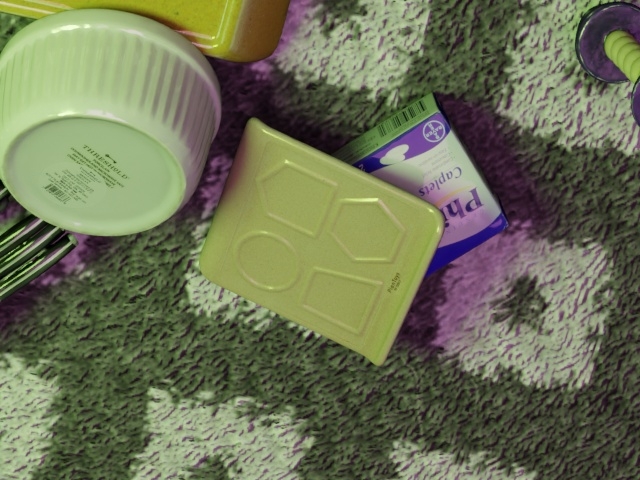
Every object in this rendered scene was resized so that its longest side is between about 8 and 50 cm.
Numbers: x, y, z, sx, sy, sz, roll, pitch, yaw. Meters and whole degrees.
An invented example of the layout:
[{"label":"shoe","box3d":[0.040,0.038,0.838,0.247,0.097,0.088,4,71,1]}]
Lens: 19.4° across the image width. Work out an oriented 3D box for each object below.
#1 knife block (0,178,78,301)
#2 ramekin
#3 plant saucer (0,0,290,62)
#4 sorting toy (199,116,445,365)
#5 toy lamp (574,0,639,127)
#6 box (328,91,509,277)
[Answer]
[{"label":"knife block","box3d":[-0.358,0.057,1.761,0.242,0.088,0.276,8,108,-7]},{"label":"ramekin","box3d":[-0.194,-0.096,1.663,0.207,0.109,0.207,2,142,2]},{"label":"plant saucer","box3d":[-0.166,-0.291,1.593,0.332,0.081,0.333,11,133,-9]},{"label":"sorting toy","box3d":[0.000,0.000,1.744,0.208,0.038,0.193,28,128,8]},{"label":"toy lamp","box3d":[0.276,-0.155,1.640,0.080,0.275,0.080,-1,110,-3]},{"label":"box","box3d":[0.091,-0.046,1.771,0.126,0.072,0.137,-32,109,7]}]
